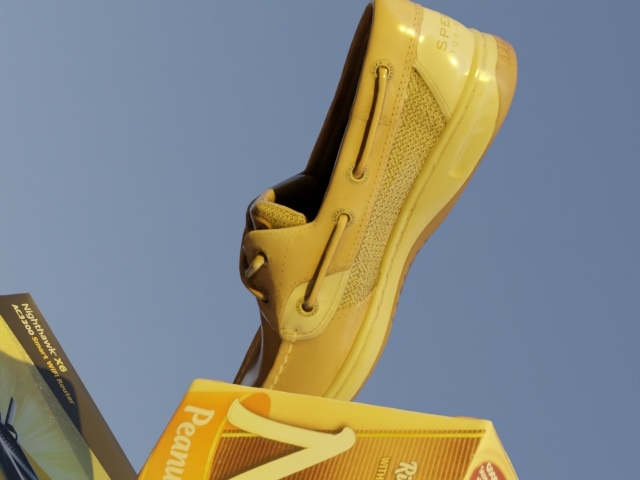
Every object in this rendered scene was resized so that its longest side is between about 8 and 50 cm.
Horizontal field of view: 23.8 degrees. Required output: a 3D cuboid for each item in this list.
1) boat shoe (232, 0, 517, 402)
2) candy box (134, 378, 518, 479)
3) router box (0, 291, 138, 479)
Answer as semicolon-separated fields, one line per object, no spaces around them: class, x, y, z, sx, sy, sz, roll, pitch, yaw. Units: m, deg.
boat shoe;0.000;0.000;0.992;0.341;0.110;0.122;-62;-162;18
candy box;-0.043;0.218;0.715;0.183;0.316;0.087;5;-42;32
router box;-0.275;0.197;1.310;0.081;0.243;0.309;-39;-104;22
